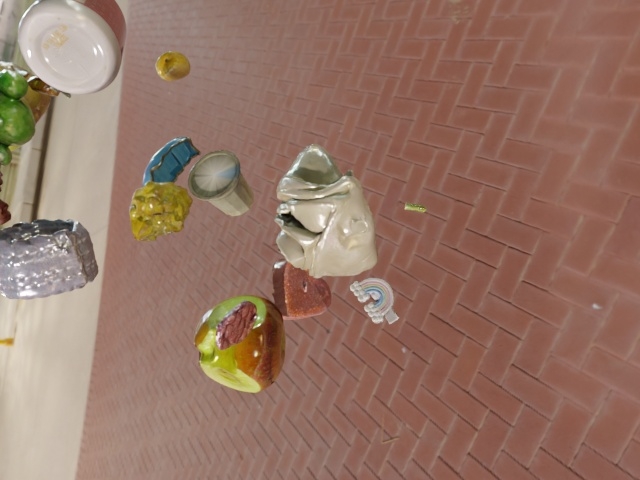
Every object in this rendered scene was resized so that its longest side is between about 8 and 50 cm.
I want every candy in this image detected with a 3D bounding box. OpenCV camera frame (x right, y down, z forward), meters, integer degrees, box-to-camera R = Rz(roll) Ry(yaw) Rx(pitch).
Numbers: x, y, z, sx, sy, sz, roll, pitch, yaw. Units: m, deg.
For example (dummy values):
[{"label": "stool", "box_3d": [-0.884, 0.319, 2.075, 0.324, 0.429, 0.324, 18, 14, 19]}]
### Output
[{"label": "candy", "box_3d": [-0.719, -0.407, 1.104, 0.182, 0.053, 0.047, 17, 92, 28]}]

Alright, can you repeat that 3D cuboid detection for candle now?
[{"label": "candle", "box_3d": [-0.100, 0.237, 1.916, 0.131, 0.317, 0.287, -20, 25, 47]}]

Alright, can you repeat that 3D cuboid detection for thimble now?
[{"label": "thimble", "box_3d": [-0.718, 0.042, 1.090, 0.205, 0.236, 0.172, -74, -16, -65]}]

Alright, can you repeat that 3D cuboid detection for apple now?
[{"label": "apple", "box_3d": [-0.305, 0.384, 1.583, 0.384, 0.374, 0.375, -79, 5, -86]}]

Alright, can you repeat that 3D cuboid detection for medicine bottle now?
[{"label": "medicine bottle", "box_3d": [-0.388, -0.339, 0.679, 0.131, 0.131, 0.250, -53, 38, 26]}]

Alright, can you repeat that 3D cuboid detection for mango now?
[{"label": "mango", "box_3d": [-0.559, -0.660, 1.603, 0.195, 0.130, 0.092, -112, 3, -75]}]

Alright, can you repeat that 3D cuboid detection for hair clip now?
[{"label": "hair clip", "box_3d": [0.230, 0.234, 1.669, 0.140, 0.054, 0.220, -36, 83, 12]}]

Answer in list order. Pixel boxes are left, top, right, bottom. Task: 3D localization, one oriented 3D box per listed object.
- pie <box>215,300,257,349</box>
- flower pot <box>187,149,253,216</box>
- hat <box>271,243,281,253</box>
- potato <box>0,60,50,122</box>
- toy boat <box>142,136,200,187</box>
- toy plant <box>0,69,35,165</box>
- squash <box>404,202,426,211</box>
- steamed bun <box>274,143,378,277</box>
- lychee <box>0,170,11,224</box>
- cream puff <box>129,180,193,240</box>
[{"label": "pie", "box_3d": [-0.235, 0.235, 1.169, 0.038, 0.153, 0.154, 29, 104, 26]}, {"label": "flower pot", "box_3d": [-0.362, -0.203, 1.592, 0.212, 0.203, 0.212, -6, 67, 13]}, {"label": "hat", "box_3d": [-0.189, 0.039, 2.121, 0.121, 0.121, 0.051, 18, 106, 48]}, {"label": "potato", "box_3d": [-0.997, -0.415, 1.284, 0.196, 0.299, 0.247, 51, 125, 35]}, {"label": "toy boat", "box_3d": [-0.383, -0.184, 1.071, 0.077, 0.075, 0.185, 22, 64, 32]}, {"label": "toy plant", "box_3d": [-0.806, -0.304, 1.052, 0.315, 0.184, 0.224, 15, 94, 44]}, {"label": "squash", "box_3d": [0.374, -0.129, 1.648, 0.083, 0.027, 0.028, 9, 90, 4]}, {"label": "steamed bun", "box_3d": [-0.013, -0.049, 1.072, 0.310, 0.219, 0.324, 49, 160, 41]}, {"label": "lychee", "box_3d": [-0.802, -0.115, 0.836, 0.306, 0.330, 0.306, -25, 53, 38]}, {"label": "cream puff", "box_3d": [-0.372, -0.061, 0.977, 0.146, 0.146, 0.116, -43, 47, 33]}]
